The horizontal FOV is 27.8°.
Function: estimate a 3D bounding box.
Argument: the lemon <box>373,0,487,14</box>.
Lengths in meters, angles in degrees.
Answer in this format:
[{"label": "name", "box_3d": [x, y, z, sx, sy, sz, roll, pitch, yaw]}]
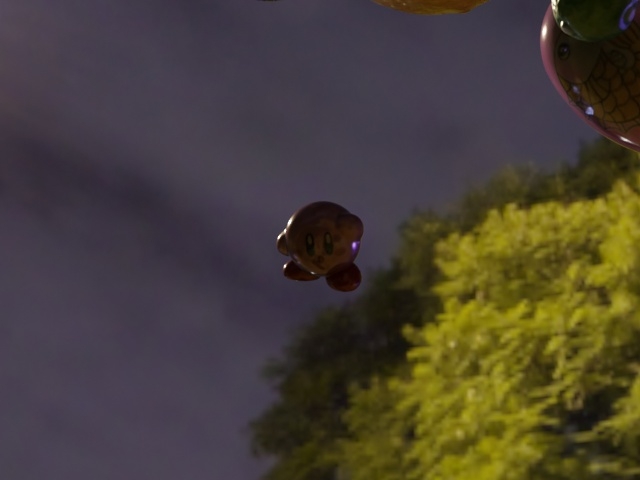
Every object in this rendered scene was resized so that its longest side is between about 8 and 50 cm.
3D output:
[{"label": "lemon", "box_3d": [0.056, -0.186, 0.734, 0.155, 0.114, 0.114, 2, -33, -37]}]

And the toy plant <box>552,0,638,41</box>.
[{"label": "toy plant", "box_3d": [0.317, -0.326, 1.353, 0.175, 0.235, 0.218, 13, -36, -15]}]

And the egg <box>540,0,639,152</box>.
[{"label": "egg", "box_3d": [0.395, -0.220, 1.600, 0.271, 0.196, 0.196, 38, -35, 18]}]

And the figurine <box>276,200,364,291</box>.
[{"label": "figurine", "box_3d": [0.000, 0.000, 1.147, 0.083, 0.067, 0.071, 2, -61, 20]}]
